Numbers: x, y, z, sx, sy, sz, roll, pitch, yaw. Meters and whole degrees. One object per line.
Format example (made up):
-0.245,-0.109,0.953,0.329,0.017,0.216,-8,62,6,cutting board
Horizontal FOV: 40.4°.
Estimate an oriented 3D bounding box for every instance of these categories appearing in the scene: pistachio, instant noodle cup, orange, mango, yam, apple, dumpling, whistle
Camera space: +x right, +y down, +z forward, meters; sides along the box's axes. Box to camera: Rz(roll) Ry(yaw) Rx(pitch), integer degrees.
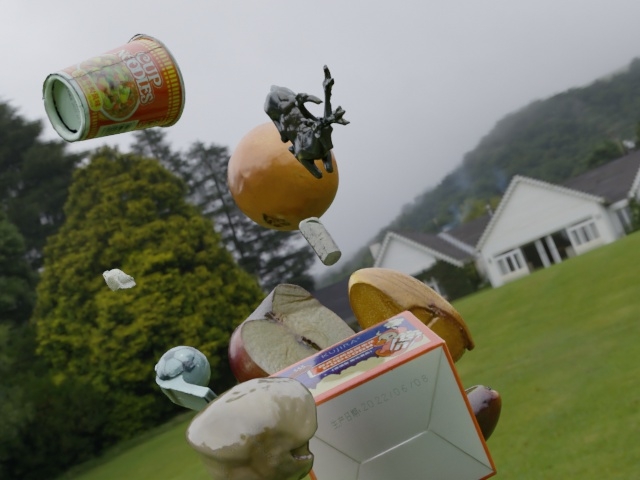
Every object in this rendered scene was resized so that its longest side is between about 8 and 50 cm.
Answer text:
-0.073,0.232,1.051,0.153,0.138,0.238,17,4,15,pistachio
-0.394,-0.272,1.623,0.212,0.193,0.193,-29,-3,-42,instant noodle cup
-0.100,-0.178,2.372,0.312,0.312,0.312,-20,-10,-4,orange
0.307,0.433,1.998,0.267,0.133,0.111,-30,15,-5,mango
0.201,0.190,2.094,0.201,0.350,0.199,-50,12,4,mango
0.000,0.000,1.933,0.054,0.132,0.054,-18,-44,-18,yam
-0.049,0.297,2.271,0.329,0.365,0.295,-58,3,-14,apple
-0.453,0.087,1.973,0.076,0.052,0.057,-12,13,45,dumpling
-0.355,0.374,2.400,0.289,0.164,0.163,6,9,39,whistle

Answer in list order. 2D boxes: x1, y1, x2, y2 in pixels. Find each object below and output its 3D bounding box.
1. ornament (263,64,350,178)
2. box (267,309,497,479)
-0.027,-0.239,1.551,0.080,0.202,0.236,-30,-13,-14,ornament
0.118,0.374,1.783,0.348,0.319,0.257,-26,13,-6,box
